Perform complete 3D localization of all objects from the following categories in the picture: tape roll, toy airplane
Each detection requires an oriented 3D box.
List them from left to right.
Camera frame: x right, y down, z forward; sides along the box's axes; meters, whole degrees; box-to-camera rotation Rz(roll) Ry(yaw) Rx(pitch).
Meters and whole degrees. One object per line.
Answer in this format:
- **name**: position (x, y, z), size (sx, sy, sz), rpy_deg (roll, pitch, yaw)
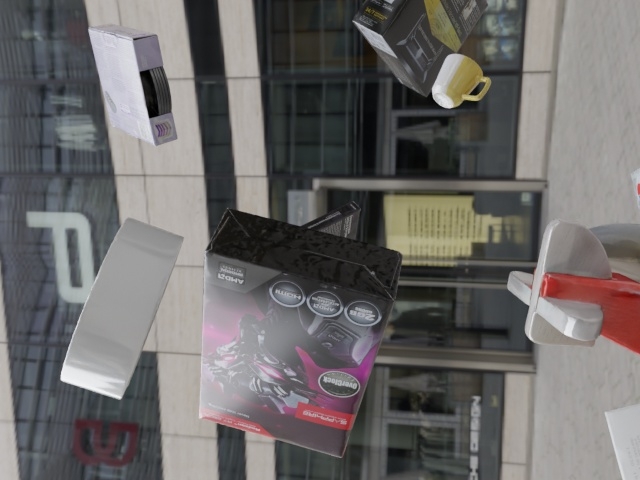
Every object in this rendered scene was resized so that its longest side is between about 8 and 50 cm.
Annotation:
- **tape roll**: position (-0.318, 0.110, 1.078), size (0.286, 0.100, 0.286), rpy_deg (-159, 90, -78)
- **toy airplane**: position (0.429, 0.061, 0.783), size (0.384, 0.386, 0.272), rpy_deg (15, -73, -54)

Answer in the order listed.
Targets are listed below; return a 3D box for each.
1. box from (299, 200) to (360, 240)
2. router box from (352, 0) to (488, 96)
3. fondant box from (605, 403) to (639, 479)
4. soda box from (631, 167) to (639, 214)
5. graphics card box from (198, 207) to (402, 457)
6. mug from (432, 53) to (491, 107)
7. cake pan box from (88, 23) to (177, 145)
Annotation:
- **box**: position (0.000, 0.000, 1.260), size (0.029, 0.162, 0.116), rpy_deg (51, 152, 30)
- **router box**: position (0.214, -0.463, 1.343), size (0.243, 0.081, 0.309), rpy_deg (-56, -26, 5)
- **fondant box**: position (0.611, 0.459, 1.127), size (0.330, 0.096, 0.238), rpy_deg (48, -149, -34)
- **soda box**: position (0.734, -0.117, 1.204), size (0.098, 0.286, 0.091), rpy_deg (16, -116, -78)
- **graphics card box**: position (-0.041, 0.143, 0.903), size (0.094, 0.233, 0.371), rpy_deg (-71, -5, -48)
- **mug**: position (0.201, -0.232, 0.974), size (0.064, 0.062, 0.078), rpy_deg (-56, 22, -13)
- **cake pan box**: position (-0.437, -0.366, 1.541), size (0.070, 0.267, 0.245), rpy_deg (-26, -56, -30)
